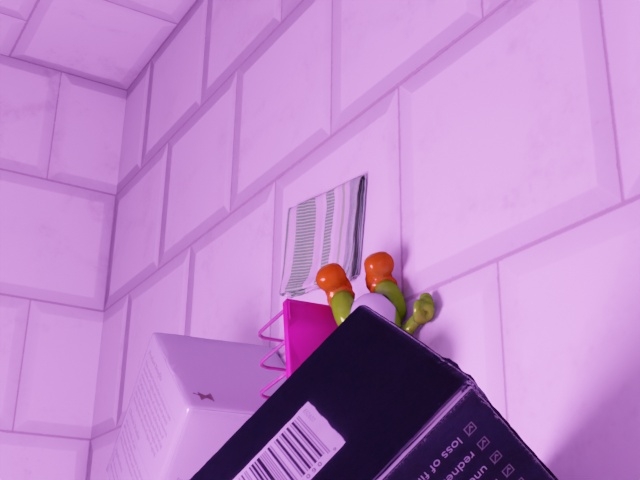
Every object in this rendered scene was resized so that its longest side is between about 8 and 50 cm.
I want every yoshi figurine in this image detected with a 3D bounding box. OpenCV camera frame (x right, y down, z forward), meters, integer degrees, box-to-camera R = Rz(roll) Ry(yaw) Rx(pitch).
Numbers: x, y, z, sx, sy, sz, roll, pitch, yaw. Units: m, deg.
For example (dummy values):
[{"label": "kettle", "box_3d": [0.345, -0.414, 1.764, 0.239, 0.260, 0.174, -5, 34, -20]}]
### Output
[{"label": "yoshi figurine", "box_3d": [0.107, 0.174, 1.741, 0.203, 0.203, 0.362, -48, 42, 32]}]

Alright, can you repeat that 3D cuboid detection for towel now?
[{"label": "towel", "box_3d": [0.000, 0.000, 2.166, 0.325, 0.038, 0.247, -21, 60, 57]}]

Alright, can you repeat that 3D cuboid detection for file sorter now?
[{"label": "file sorter", "box_3d": [-0.010, 0.299, 1.889, 0.182, 0.202, 0.290, -46, 41, 49]}]

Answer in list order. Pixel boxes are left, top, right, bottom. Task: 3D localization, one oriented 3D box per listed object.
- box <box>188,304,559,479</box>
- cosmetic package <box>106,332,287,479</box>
[{"label": "box", "box_3d": [0.083, 0.432, 1.195, 0.480, 0.472, 0.297, -45, 27, -7]}, {"label": "cosmetic package", "box_3d": [-0.258, 0.473, 2.130, 0.329, 0.327, 0.393, 48, 121, 57]}]
